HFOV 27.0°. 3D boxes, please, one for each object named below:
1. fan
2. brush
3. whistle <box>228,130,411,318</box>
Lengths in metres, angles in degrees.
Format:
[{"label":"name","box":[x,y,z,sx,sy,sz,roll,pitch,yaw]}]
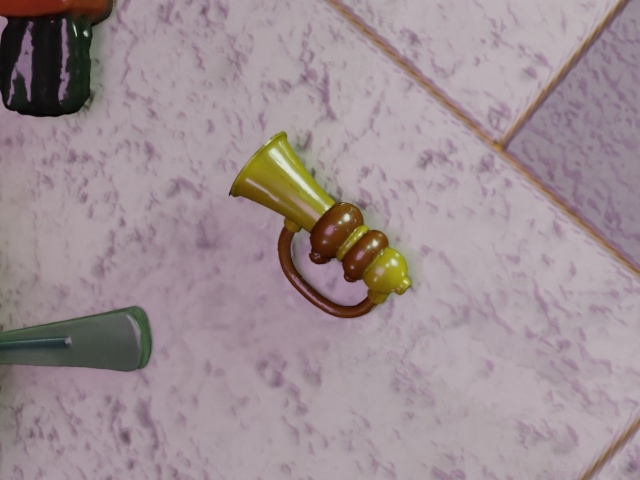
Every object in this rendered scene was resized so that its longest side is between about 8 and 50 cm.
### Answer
[{"label":"fan","box":[-0.191,0.067,0.814,0.193,0.016,0.038,-6,93,22]},{"label":"brush","box":[-0.156,-0.233,0.769,0.070,0.051,0.323,5,98,28]},{"label":"whistle","box":[-0.003,-0.001,0.722,0.057,0.046,0.109,-44,83,3]}]
